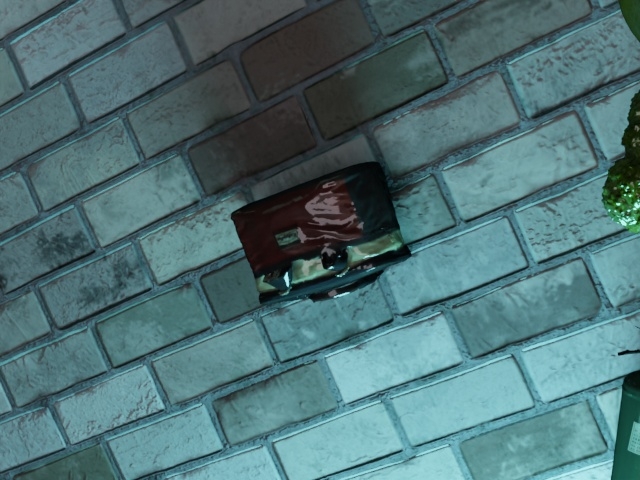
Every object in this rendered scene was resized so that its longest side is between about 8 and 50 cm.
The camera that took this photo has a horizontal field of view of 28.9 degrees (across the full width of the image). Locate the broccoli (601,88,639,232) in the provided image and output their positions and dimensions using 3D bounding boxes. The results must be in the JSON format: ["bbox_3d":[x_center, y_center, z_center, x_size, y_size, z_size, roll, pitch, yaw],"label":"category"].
[{"bbox_3d":[0.538,-0.105,1.626,0.302,0.186,0.254,13,66,21],"label":"broccoli"}]

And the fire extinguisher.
[{"bbox_3d":[0.470,0.264,1.773,0.118,0.093,0.294,3,103,-3],"label":"fire extinguisher"}]

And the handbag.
[{"bbox_3d":[0.000,0.000,1.877,0.254,0.181,0.181,-20,90,29],"label":"handbag"}]

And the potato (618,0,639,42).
[{"bbox_3d":[0.525,-0.309,1.521,0.359,0.219,0.270,36,153,31],"label":"potato"}]
